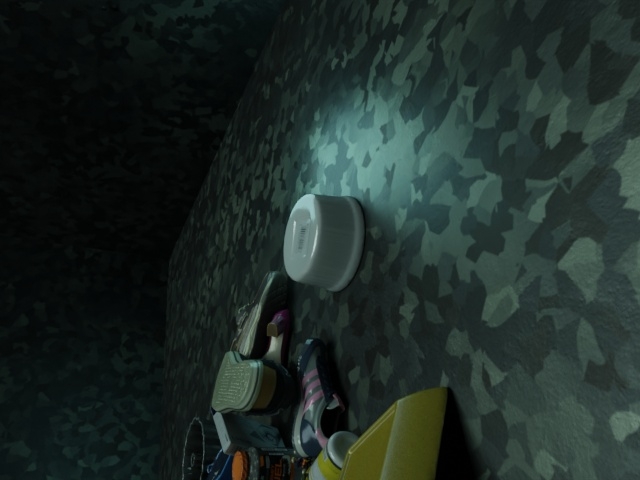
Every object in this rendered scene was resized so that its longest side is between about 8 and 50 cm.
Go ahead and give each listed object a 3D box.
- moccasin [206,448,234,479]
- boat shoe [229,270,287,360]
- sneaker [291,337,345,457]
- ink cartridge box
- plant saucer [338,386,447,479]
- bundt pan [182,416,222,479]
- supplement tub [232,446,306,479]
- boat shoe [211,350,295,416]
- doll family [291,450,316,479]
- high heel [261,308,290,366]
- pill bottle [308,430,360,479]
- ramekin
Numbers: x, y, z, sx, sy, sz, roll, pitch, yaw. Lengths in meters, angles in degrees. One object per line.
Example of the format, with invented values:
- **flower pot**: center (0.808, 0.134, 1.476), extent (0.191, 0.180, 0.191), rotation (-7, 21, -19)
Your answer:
- **moccasin**: center (-0.325, 0.819, 2.087), extent (0.342, 0.138, 0.117), rotation (-58, 25, 14)
- **boat shoe**: center (-0.223, 0.263, 1.947), extent (0.130, 0.132, 0.355), rotation (14, 80, 31)
- **sneaker**: center (0.012, 0.403, 1.529), extent (0.131, 0.112, 0.318), rotation (-17, 56, 32)
- **ink cartridge box**: center (-0.217, 0.591, 1.783), extent (0.045, 0.223, 0.224), rotation (-58, 29, 6)
- **plant saucer**: center (0.104, 0.463, 1.104), extent (0.332, 0.081, 0.332), rotation (-60, 2, 39)
- **bundt pan**: center (-0.451, 0.873, 2.317), extent (0.331, 0.124, 0.330), rotation (-171, 90, -67)
- **supplement tub**: center (-0.144, 0.642, 1.636), extent (0.117, 0.191, 0.116), rotation (-171, 90, -66)
- **boat shoe**: center (-0.206, 0.423, 1.690), extent (0.500, 0.156, 0.186), rotation (154, 132, -66)
- **doll family**: center (-0.027, 0.588, 1.543), extent (0.111, 0.076, 0.192), rotation (131, 145, -57)
- **high heel**: center (-0.140, 0.350, 1.928), extent (0.117, 0.082, 0.243), rotation (-39, -47, -59)
- **pill bottle**: center (0.034, 0.547, 1.383), extent (0.103, 0.103, 0.184), rotation (-109, 37, -48)
- **ramekin**: center (0.000, 0.000, 1.634), extent (0.277, 0.135, 0.277), rotation (-170, 90, -67)
